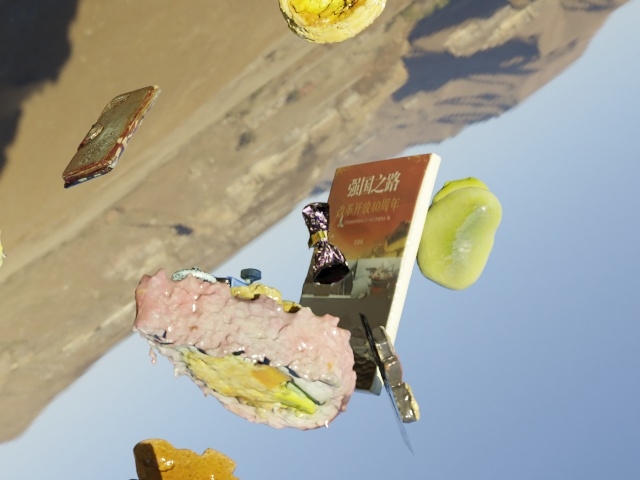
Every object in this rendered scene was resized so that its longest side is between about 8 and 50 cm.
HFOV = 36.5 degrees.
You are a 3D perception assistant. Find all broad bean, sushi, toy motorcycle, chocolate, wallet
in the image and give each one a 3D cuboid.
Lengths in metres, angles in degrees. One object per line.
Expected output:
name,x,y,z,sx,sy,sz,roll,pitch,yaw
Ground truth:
broad bean,0.215,-0.013,1.516,0.175,0.124,0.082,-62,178,-7
sushi,-0.080,0.121,1.030,0.161,0.241,0.108,100,2,-52
toy motorcycle,-0.197,0.118,1.882,0.168,0.113,0.315,-12,153,33
chocolate,-0.001,-0.001,1.551,0.070,0.147,0.072,-24,142,3
wallet,-0.364,-0.186,1.674,0.121,0.031,0.232,-14,-141,29
sushi,0.102,0.188,1.305,0.031,0.201,0.139,-19,178,-3

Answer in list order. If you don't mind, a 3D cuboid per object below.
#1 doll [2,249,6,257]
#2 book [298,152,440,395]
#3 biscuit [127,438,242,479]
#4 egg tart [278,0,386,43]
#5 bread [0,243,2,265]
doll,-0.713,0.015,1.867,0.221,0.115,0.105,-18,-163,19
book,0.056,0.049,1.525,0.262,0.028,0.374,-4,-112,57
biscuit,-0.240,0.465,1.640,0.301,0.278,0.043,-46,166,-52
egg tart,0.050,-0.528,1.997,0.290,0.290,0.115,-34,148,19
bread,-0.750,0.031,1.618,0.348,0.348,0.308,-32,-159,41
